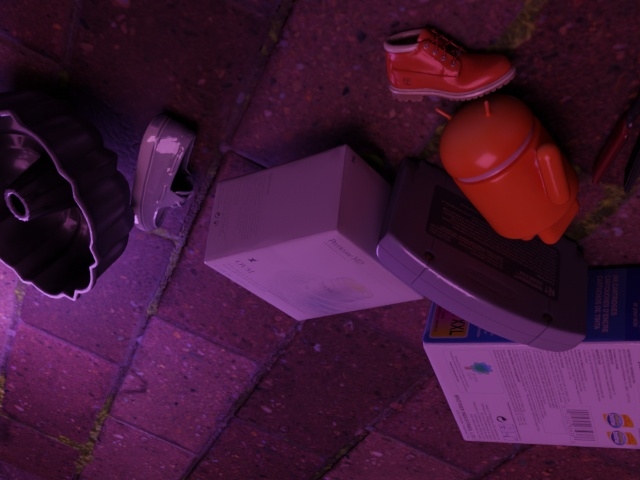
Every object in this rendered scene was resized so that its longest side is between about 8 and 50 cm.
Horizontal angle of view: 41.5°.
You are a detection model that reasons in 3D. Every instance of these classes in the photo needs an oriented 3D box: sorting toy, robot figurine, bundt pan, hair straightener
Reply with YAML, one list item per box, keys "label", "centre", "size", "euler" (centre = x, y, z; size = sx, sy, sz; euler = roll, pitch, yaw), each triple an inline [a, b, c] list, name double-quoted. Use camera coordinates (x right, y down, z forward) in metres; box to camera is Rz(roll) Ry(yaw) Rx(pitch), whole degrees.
- label: "sorting toy"
  centre: [0.036, -0.112, 1.172]
  size: [0.102, 0.042, 0.061]
  euler: [-16, 145, 20]
- label: "robot figurine"
  centre: [0.233, -0.090, 1.042]
  size: [0.128, 0.158, 0.219]
  euler: [-34, 118, 20]
- label: "bundt pan"
  centre: [-0.406, -0.081, 1.263]
  size: [0.330, 0.124, 0.331]
  euler: [23, 133, 27]
- label: "hair straightener"
  centre: [0.401, -0.143, 0.988]
  size: [0.089, 0.047, 0.230]
  euler: [17, 135, 3]

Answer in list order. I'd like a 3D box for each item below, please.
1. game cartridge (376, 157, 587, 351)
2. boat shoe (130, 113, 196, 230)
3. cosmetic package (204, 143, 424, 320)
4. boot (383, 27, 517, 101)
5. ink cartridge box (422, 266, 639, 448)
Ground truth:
- label: "game cartridge"
  centre: [0.217, 0.023, 1.120]
  size: [0.297, 0.198, 0.062]
  euler: [28, 139, -8]
- label: "boat shoe"
  centre: [-0.230, -0.086, 1.270]
  size: [0.081, 0.079, 0.227]
  euler: [23, 137, 3]
- label: "cosmetic package"
  centre: [0.000, 0.000, 1.186]
  size: [0.224, 0.138, 0.224]
  euler: [-15, 146, 33]
- label: "boot"
  centre: [0.149, -0.212, 0.997]
  size: [0.157, 0.059, 0.085]
  euler: [0, 131, 23]
- label: "ink cartridge box"
  centre: [0.385, 0.181, 1.262]
  size: [0.395, 0.151, 0.270]
  euler: [-2, 135, 26]
